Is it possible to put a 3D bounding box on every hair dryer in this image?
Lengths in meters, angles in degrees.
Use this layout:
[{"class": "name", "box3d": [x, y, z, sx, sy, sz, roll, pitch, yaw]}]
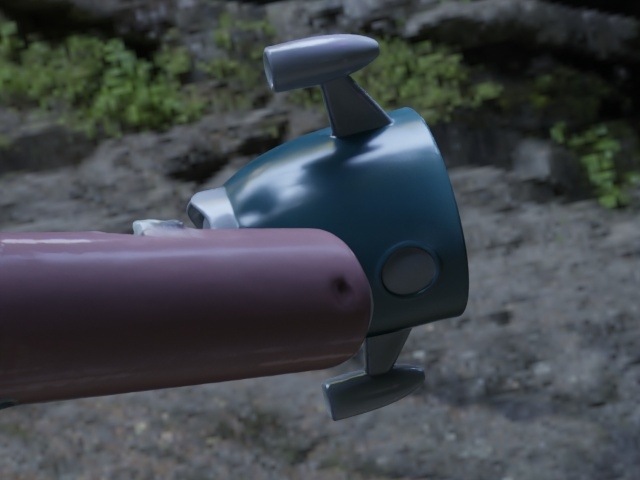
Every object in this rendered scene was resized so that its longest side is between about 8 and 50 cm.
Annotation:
[{"class": "hair dryer", "box3d": [-0.112, 0.004, 0.523, 0.352, 0.210, 0.125, -1, -6, -45]}]

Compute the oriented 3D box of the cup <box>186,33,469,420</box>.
[{"class": "cup", "box3d": [0.000, 0.000, 1.114, 0.173, 0.300, 0.167, -14, 26, -10]}]
